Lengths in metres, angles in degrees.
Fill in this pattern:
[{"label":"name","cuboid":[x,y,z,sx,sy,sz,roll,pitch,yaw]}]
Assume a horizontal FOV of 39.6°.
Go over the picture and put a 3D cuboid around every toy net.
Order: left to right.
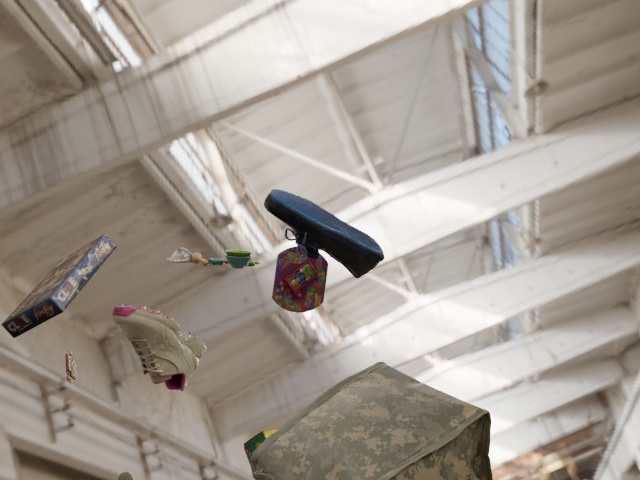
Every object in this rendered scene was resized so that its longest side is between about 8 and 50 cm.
[{"label":"toy net","cuboid":[-0.277,0.039,2.260,0.232,0.045,0.122,4,6,14]}]

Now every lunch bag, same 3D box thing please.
[{"label":"lunch bag","cuboid":[0.071,0.324,1.276,0.287,0.235,0.169,-21,-64,-35]}]

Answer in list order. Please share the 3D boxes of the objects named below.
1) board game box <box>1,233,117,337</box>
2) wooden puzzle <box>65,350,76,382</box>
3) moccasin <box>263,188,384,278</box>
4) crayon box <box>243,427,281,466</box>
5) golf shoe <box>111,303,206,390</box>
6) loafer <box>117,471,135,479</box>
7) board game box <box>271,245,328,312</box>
[{"label":"board game box","cuboid":[-0.553,0.094,1.895,0.165,0.243,0.042,-26,-69,30]},{"label":"wooden puzzle","cuboid":[-0.591,0.300,2.103,0.006,0.083,0.049,-13,-27,3]},{"label":"moccasin","cuboid":[0.000,0.000,2.146,0.342,0.138,0.117,31,-70,-21]},{"label":"crayon box","cuboid":[-0.035,0.534,1.885,0.165,0.278,0.081,2,-34,-46]},{"label":"golf shoe","cuboid":[-0.374,0.247,2.033,0.115,0.140,0.306,0,-27,32]},{"label":"loafer","cuboid":[-0.410,0.559,1.918,0.045,0.125,0.039,-13,-3,2]},{"label":"board game box","cuboid":[-0.049,0.099,2.237,0.133,0.169,0.033,8,-1,-8]}]
